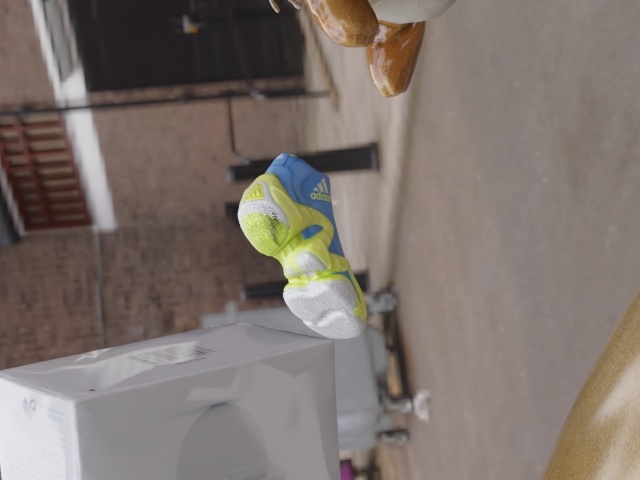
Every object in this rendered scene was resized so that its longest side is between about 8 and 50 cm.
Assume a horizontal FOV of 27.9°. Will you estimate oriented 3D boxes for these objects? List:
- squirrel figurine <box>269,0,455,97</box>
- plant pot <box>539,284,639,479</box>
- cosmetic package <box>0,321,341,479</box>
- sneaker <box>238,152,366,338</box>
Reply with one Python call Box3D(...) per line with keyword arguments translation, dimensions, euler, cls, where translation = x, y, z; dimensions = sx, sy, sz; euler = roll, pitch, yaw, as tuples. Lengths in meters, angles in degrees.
Box3D(translation=(0.003, -0.415, 1.542), dimensions=(0.281, 0.370, 0.397), euler=(-36, 59, 40), cls="squirrel figurine")
Box3D(translation=(0.221, 0.127, 0.668), dimensions=(0.254, 0.237, 0.237), euler=(-56, 29, 37), cls="plant pot")
Box3D(translation=(-0.108, 0.194, 0.968), dimensions=(0.138, 0.224, 0.224), euler=(5, 101, 52), cls="cosmetic package")
Box3D(translation=(0.000, 0.000, 1.427), dimensions=(0.240, 0.091, 0.126), euler=(60, -140, -40), cls="sneaker")
